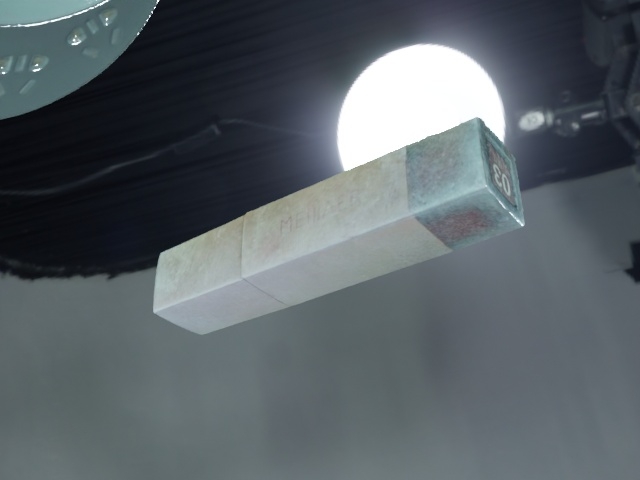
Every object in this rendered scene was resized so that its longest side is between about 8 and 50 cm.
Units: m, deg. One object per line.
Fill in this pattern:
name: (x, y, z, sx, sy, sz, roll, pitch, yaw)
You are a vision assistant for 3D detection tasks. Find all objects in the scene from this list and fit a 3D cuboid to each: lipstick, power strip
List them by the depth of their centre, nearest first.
power strip: (-0.219, -0.146, 0.499, 0.253, 0.168, 0.054, -22, 63, -44)
lipstick: (0.000, 0.000, 0.741, 0.079, 0.371, 0.076, 34, 45, -44)
